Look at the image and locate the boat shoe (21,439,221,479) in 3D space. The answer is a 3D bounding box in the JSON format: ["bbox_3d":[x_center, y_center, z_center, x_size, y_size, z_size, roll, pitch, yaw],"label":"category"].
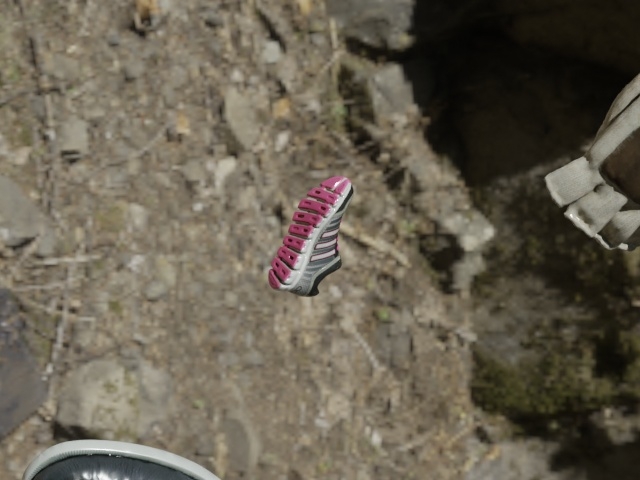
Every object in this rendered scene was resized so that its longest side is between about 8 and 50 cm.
[{"bbox_3d":[-0.087,0.248,0.941,0.302,0.114,0.091,28,27,-23],"label":"boat shoe"}]

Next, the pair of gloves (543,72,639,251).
[{"bbox_3d":[0.283,-0.022,0.782,0.240,0.204,0.042,43,25,-16],"label":"pair of gloves"}]

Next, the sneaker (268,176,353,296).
[{"bbox_3d":[0.000,0.000,1.611,0.075,0.063,0.170,34,80,-39],"label":"sneaker"}]
